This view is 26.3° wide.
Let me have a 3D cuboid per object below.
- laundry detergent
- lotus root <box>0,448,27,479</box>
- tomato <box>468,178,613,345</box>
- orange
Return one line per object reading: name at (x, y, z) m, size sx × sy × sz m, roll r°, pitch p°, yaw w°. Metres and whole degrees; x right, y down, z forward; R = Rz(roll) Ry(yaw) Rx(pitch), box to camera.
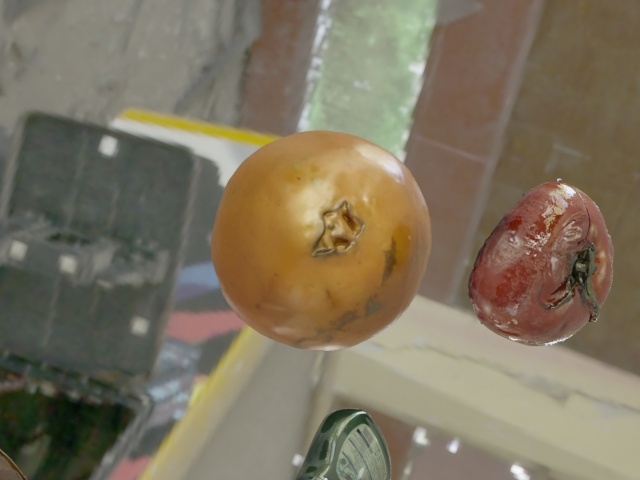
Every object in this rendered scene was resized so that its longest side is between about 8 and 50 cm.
laundry detergent at (0.018, 0.303, 1.595) m, size 0.222 × 0.078 × 0.144 m, roll -58°, pitch 134°, yaw -57°
lotus root at (-0.331, 0.266, 1.197) m, size 0.291 × 0.193 × 0.193 m, roll 56°, pitch 39°, yaw -20°
tomato at (0.304, 0.040, 1.755) m, size 0.228 × 0.101 × 0.228 m, roll -13°, pitch 112°, yaw -36°
orange at (0.000, 0.000, 1.901) m, size 0.312 × 0.312 × 0.312 m, roll 21°, pitch 90°, yaw -79°
